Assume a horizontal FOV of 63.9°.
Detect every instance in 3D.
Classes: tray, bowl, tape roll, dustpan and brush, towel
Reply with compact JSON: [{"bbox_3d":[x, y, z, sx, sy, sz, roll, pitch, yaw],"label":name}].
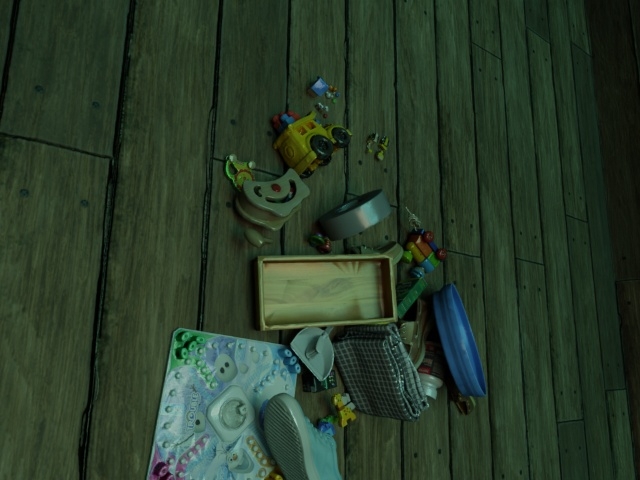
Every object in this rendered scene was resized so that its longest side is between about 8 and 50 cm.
[{"bbox_3d":[0.017,0.146,1.487,0.410,0.076,0.203,0,80,-19],"label":"tray"},{"bbox_3d":[0.477,0.346,1.775,0.391,0.077,0.392,-18,90,-73],"label":"bowl"},{"bbox_3d":[0.108,-0.079,1.590,0.219,0.219,0.072,-34,102,-38],"label":"tape roll"},{"bbox_3d":[0.000,0.295,1.517,0.147,0.060,0.211,51,21,-7],"label":"dustpan and brush"},{"bbox_3d":[0.169,0.394,1.534,0.121,0.235,0.284,-29,100,-38],"label":"towel"}]

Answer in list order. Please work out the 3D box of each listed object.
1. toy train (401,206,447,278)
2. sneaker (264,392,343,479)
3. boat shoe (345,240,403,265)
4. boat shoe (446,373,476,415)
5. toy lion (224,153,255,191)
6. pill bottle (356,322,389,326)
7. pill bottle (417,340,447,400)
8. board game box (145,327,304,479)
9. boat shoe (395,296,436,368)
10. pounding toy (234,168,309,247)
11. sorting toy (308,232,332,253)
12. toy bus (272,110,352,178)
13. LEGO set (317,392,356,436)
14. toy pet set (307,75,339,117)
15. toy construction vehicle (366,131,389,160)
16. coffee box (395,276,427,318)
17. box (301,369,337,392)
[{"bbox_3d":[0.329,0.019,1.832,0.143,0.105,0.248,-48,111,-20],"label":"toy train"},{"bbox_3d":[-0.036,0.539,1.357,0.150,0.135,0.366,-35,115,-49],"label":"sneaker"},{"bbox_3d":[0.138,0.066,1.648,0.341,0.121,0.110,-29,100,-37],"label":"boat shoe"},{"bbox_3d":[0.510,0.565,1.878,0.060,0.064,0.178,-47,112,-37],"label":"boat shoe"},{"bbox_3d":[-0.230,-0.188,1.469,0.100,0.034,0.096,16,79,-35],"label":"toy lion"},{"bbox_3d":[0.151,0.229,1.636,0.103,0.103,0.184,-29,99,-38],"label":"pill bottle"},{"bbox_3d":[0.374,0.448,1.765,0.108,0.108,0.180,33,61,-29],"label":"pill bottle"},{"bbox_3d":[-0.224,0.449,1.329,0.389,0.050,0.390,18,70,-35],"label":"board game box"},{"bbox_3d":[0.288,0.321,1.726,0.116,0.123,0.324,46,47,-17],"label":"boat shoe"},{"bbox_3d":[-0.162,-0.091,1.472,0.154,0.155,0.269,38,44,3],"label":"pounding toy"},{"bbox_3d":[0.000,0.000,1.592,0.102,0.061,0.042,52,50,-47],"label":"sorting toy"},{"bbox_3d":[-0.041,-0.325,1.589,0.211,0.149,0.220,52,51,1],"label":"toy bus"},{"bbox_3d":[0.027,0.500,1.494,0.227,0.087,0.093,-21,94,-40],"label":"LEGO set"},{"bbox_3d":[0.022,-0.492,1.706,0.114,0.065,0.122,39,59,-26],"label":"toy pet set"},{"bbox_3d":[0.203,-0.341,1.845,0.085,0.035,0.098,32,64,-42],"label":"toy construction vehicle"},{"bbox_3d":[0.269,0.196,1.733,0.184,0.113,0.040,-42,104,-35],"label":"coffee box"},{"bbox_3d":[-0.003,0.411,1.503,0.083,0.062,0.052,-3,81,-39],"label":"box"}]
